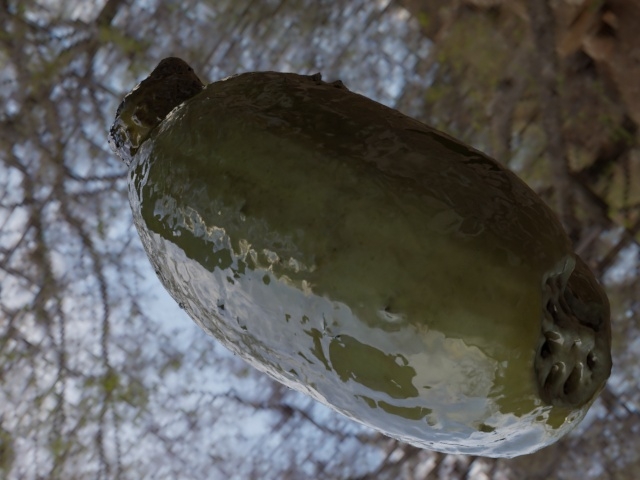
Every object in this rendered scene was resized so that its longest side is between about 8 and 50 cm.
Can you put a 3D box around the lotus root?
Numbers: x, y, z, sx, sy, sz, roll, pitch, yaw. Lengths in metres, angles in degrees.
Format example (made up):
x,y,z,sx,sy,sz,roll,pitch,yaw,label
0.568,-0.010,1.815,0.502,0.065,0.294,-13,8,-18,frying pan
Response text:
x,y,z,sx,sy,sz,roll,pitch,yaw,label
-0.001,0.001,0.389,0.183,0.077,0.090,30,167,40,lotus root
